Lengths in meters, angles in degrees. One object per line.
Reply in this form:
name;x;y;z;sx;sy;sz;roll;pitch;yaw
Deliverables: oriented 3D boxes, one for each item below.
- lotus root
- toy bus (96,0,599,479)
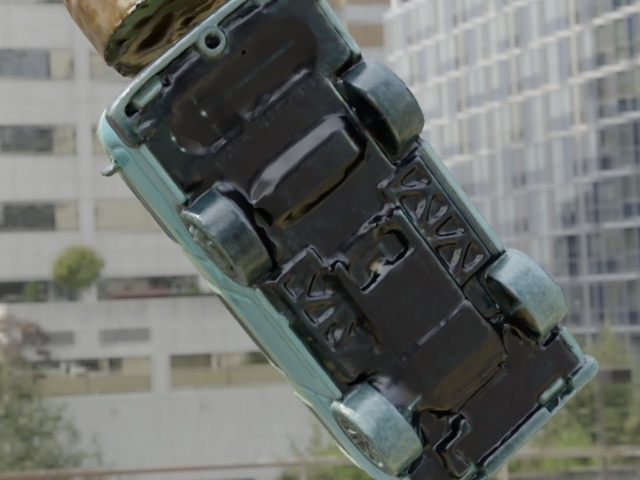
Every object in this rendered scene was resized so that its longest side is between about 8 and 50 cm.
lotus root;-0.100;-0.155;0.813;0.095;0.135;0.159;-28;-29;-22
toy bus;0.000;0.000;0.803;0.133;0.271;0.165;-41;15;-14
